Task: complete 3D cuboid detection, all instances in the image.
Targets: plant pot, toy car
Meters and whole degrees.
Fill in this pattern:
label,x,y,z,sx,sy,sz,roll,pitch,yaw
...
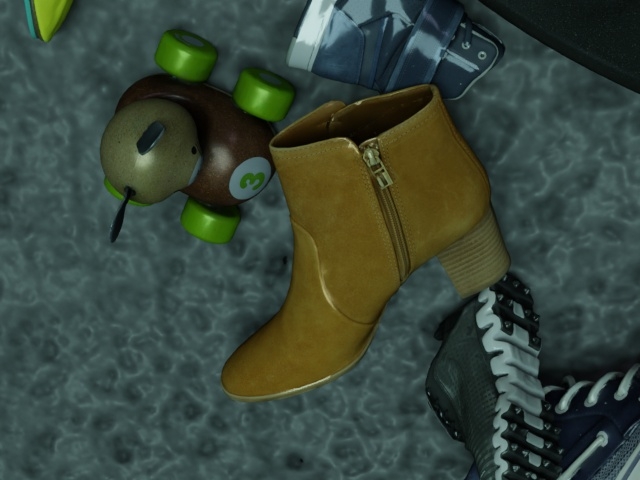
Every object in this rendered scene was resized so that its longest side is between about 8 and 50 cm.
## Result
label,x,y,z,sx,sy,sz,roll,pitch,yaw
plant pot,0.216,-0.226,0.871,0.167,0.188,0.187,21,112,17
toy car,-0.120,-0.068,0.972,0.149,0.188,0.155,26,111,1

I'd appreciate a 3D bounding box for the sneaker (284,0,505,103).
label,x,y,z,sx,sy,sz,roll,pitch,yaw
sneaker,0.086,-0.217,0.939,0.163,0.086,0.226,22,109,1

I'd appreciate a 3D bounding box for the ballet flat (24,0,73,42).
label,x,y,z,sx,sy,sz,roll,pitch,yaw
ballet flat,-0.222,-0.283,0.984,0.077,0.077,0.231,-8,106,-4

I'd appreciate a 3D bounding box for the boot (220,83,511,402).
label,x,y,z,sx,sy,sz,roll,pitch,yaw
boot,0.001,0.000,0.988,0.295,0.104,0.211,-28,124,9

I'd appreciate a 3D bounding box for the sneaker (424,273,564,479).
label,x,y,z,sx,sy,sz,roll,pitch,yaw
sneaker,0.140,0.145,0.999,0.078,0.234,0.106,30,134,-33

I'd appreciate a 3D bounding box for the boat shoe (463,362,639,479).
label,x,y,z,sx,sy,sz,roll,pitch,yaw
boat shoe,0.247,0.150,1.006,0.158,0.127,0.340,39,104,29
